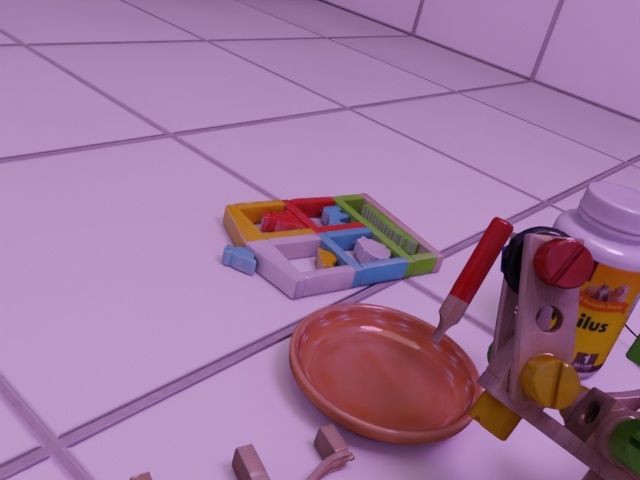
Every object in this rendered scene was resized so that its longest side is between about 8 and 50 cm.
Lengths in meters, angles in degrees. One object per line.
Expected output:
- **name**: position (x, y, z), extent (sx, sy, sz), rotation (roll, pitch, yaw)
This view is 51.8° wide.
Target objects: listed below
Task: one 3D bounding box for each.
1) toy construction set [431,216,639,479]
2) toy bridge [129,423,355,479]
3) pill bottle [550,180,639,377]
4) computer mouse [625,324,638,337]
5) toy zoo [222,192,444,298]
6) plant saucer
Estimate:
- **toy construction set**: position (0.191, 0.130, 0.544), extent (0.258, 0.237, 0.309), rotation (28, 5, -28)
- **toy bridge**: position (-0.051, 0.195, 0.526), extent (0.188, 0.026, 0.063), rotation (-5, 36, -31)
- **pill bottle**: position (0.307, 0.045, 0.760), extent (0.117, 0.214, 0.117), rotation (11, 28, -6)
- **computer mouse**: position (0.389, 0.114, 0.871), extent (0.071, 0.041, 0.242), rotation (-8, 42, -38)
- **toy zoo**: position (0.000, 0.000, 0.896), extent (0.293, 0.030, 0.192), rotation (-7, 35, -34)
- **plant saucer**: position (0.064, 0.136, 0.673), extent (0.200, 0.037, 0.200), rotation (10, 28, -6)
